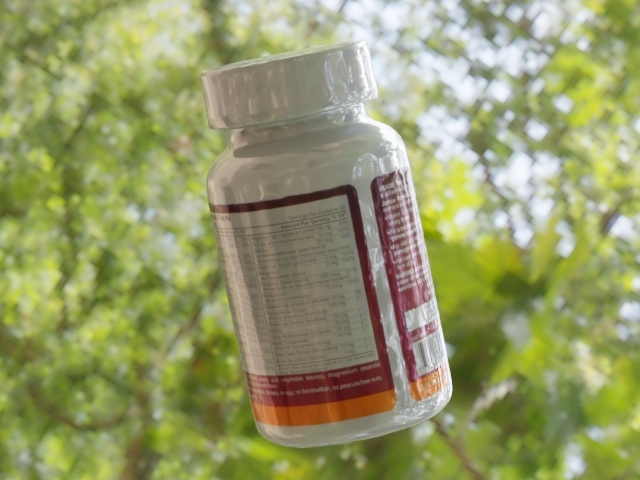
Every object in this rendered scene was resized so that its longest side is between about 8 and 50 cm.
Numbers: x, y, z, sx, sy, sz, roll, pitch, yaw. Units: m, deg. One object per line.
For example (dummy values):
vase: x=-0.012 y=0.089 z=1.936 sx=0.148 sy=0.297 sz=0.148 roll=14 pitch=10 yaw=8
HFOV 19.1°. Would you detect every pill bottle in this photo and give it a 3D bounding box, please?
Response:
pill bottle: x=0.000 y=0.000 z=1.112 sx=0.121 sy=0.121 sz=0.221 roll=-171 pitch=-112 yaw=-70
